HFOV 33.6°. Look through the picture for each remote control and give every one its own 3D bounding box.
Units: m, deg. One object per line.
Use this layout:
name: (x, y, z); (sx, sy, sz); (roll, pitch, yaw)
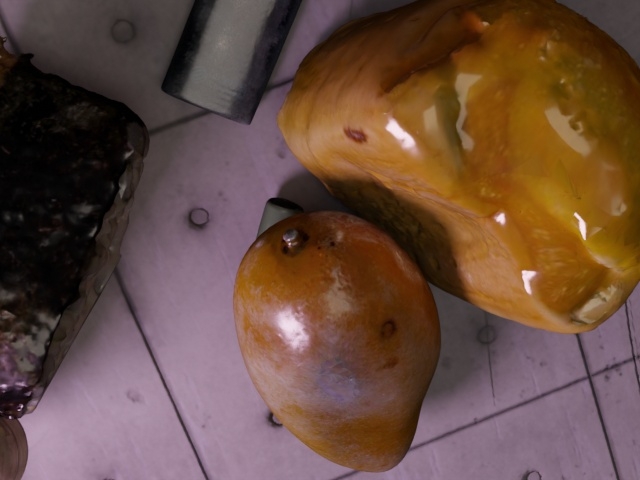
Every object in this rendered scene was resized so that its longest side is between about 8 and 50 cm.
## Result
remote control: (-0.051, -0.312, 1.115); (0.107, 0.044, 0.378); (20, 103, -20)

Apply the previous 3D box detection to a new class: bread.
bread: (0.181, -0.095, 1.062); (0.361, 0.394, 0.250); (43, 80, -16)

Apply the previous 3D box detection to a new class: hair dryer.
hair dryer: (0.000, 0.000, 1.226); (0.150, 0.047, 0.071); (11, 106, -20)

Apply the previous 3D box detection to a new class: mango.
mango: (0.025, 0.118, 1.167); (0.221, 0.199, 0.384); (-9, 132, 12)

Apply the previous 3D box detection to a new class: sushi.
sushi: (-0.306, 0.000, 1.062); (0.207, 0.234, 0.349); (22, 70, -10)

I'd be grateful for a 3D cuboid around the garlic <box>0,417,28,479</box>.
garlic: (-0.447, 0.234, 1.107); (0.245, 0.245, 0.253); (30, 98, -18)
